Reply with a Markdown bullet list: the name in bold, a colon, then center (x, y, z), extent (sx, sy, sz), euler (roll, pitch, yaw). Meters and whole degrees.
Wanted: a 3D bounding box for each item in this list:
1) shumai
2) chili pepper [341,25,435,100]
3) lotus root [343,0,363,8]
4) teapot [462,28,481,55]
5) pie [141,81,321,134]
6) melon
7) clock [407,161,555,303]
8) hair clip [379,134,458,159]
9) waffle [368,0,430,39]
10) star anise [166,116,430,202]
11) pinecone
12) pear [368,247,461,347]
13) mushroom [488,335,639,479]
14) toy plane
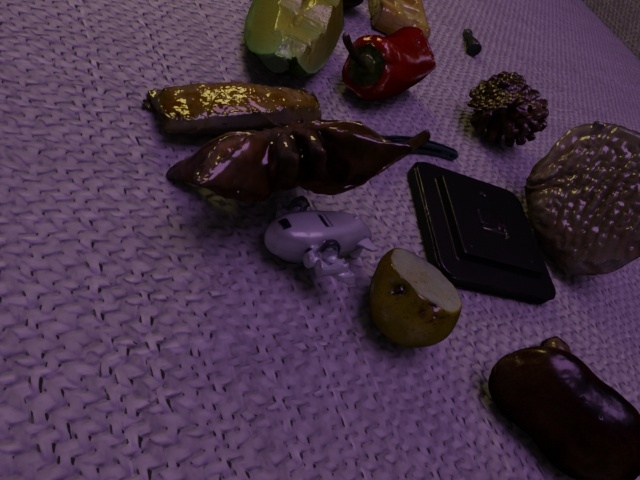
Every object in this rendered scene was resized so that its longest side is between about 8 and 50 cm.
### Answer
- **shumai**: center (0.583, -0.063, 1.007), extent (0.267, 0.262, 0.313), euler (14, 84, 24)
- **chili pepper**: center (0.114, -0.357, 0.958), extent (0.338, 0.131, 0.134), euler (-37, 105, -47)
- **lotus root**: center (0.039, -0.643, 1.134), extent (0.241, 0.124, 0.122), euler (-18, 87, -40)
- **teapot**: center (0.468, -0.619, 1.430), extent (0.043, 0.043, 0.110), euler (17, 47, -19)
- **pie**: center (-0.133, -0.214, 0.738), extent (0.283, 0.068, 0.128), euler (-11, 46, -27)
- **melon**: center (-0.059, -0.412, 0.905), extent (0.196, 0.124, 0.323), euler (24, 53, -11)
- **clock**: center (0.309, -0.023, 0.877), extent (0.279, 0.049, 0.273), euler (13, 51, -23)
- **hair clip**: center (0.187, -0.187, 0.931), extent (0.275, 0.048, 0.083), euler (-11, 59, -37)
- **waffle**: center (0.217, -0.656, 1.296), extent (0.168, 0.057, 0.274), euler (17, 49, -20)
- **star anise**: center (-0.031, -0.110, 0.631), extent (0.293, 0.108, 0.350), euler (20, 32, 38)
- **pinecone**: center (0.452, -0.311, 1.109), extent (0.195, 0.150, 0.179), euler (21, 48, -16)
- **pear**: center (0.122, 0.088, 0.646), extent (0.141, 0.104, 0.141), euler (32, 23, -15)
- **mushroom**: center (0.375, 0.223, 0.693), extent (0.227, 0.148, 0.217), euler (52, 31, 6)
- **toy plane**: center (0.001, -0.002, 0.658), extent (0.174, 0.080, 0.174), euler (15, 34, -10)
